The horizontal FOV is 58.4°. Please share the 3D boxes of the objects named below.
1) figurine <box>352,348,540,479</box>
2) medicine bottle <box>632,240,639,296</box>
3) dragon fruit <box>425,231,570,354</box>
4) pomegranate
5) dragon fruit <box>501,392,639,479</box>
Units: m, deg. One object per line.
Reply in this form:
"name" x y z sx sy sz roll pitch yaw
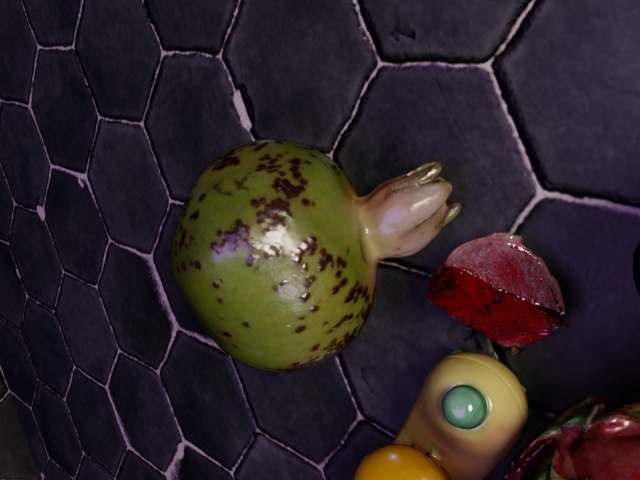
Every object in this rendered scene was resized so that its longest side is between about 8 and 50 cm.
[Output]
"figurine" 0.123 0.259 0.654 0.124 0.222 0.324 39 123 23
"medicine bottle" 0.398 -0.035 0.299 0.242 0.242 0.395 52 139 16
"dragon fruit" 0.193 0.045 0.633 0.147 0.096 0.102 31 137 -6
"pomegranate" 0.000 0.000 0.692 0.340 0.285 0.285 -17 91 11
"dragon fruit" 0.291 0.282 0.473 0.329 0.329 0.329 12 110 37
